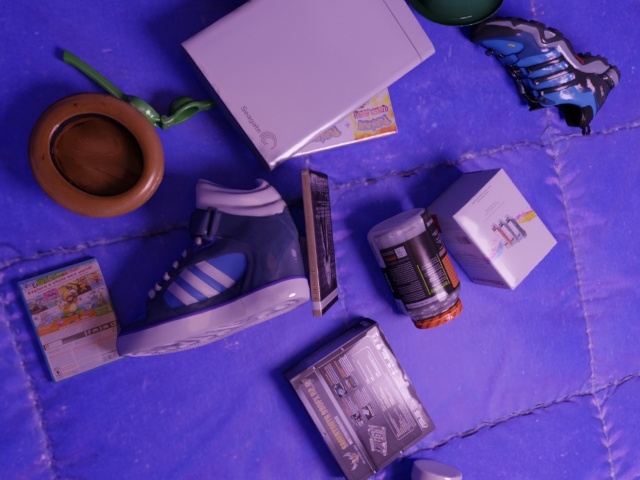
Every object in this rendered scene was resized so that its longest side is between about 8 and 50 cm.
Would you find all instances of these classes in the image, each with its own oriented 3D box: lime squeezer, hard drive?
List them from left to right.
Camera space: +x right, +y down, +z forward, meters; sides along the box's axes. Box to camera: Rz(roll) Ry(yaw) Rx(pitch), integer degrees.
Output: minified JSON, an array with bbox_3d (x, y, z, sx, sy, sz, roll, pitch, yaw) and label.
[{"bbox_3d":[-0.244,-0.225,0.948,0.310,0.059,0.110,3,60,-15],"label":"lime squeezer"},{"bbox_3d":[-0.012,-0.305,0.962,0.353,0.047,0.233,-38,98,-13],"label":"hard drive"}]

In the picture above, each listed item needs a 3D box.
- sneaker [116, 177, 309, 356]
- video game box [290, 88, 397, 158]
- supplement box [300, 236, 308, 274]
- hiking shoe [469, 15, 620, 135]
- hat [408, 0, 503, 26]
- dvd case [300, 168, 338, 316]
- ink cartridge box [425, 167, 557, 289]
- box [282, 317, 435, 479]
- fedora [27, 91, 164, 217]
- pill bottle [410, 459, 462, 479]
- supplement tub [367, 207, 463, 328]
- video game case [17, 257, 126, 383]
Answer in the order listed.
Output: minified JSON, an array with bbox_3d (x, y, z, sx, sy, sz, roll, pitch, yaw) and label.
[{"bbox_3d":[-0.186,0.030,0.931,0.322,0.130,0.236,-21,74,10],"label":"sneaker"},{"bbox_3d":[0.014,-0.250,1.018,0.205,0.048,0.187,-16,97,-15],"label":"video game box"},{"bbox_3d":[-0.066,0.019,1.005,0.098,0.036,0.062,11,88,-15],"label":"supplement box"},{"bbox_3d":[0.403,-0.309,1.100,0.304,0.113,0.132,21,97,-9],"label":"hiking shoe"},{"bbox_3d":[0.227,-0.477,0.981,0.208,0.183,0.173,-16,73,-5],"label":"hat"},{"bbox_3d":[0.000,0.000,0.965,0.018,0.164,0.221,-5,93,11],"label":"dvd case"},{"bbox_3d":[0.298,-0.019,1.065,0.127,0.128,0.176,-43,103,-12],"label":"ink cartridge box"},{"bbox_3d":[0.070,0.281,1.042,0.183,0.056,0.231,-32,100,-13],"label":"box"},{"bbox_3d":[-0.332,-0.124,0.901,0.194,0.079,0.194,0,88,-11],"label":"fedora"},{"bbox_3d":[0.188,0.504,1.051,0.117,0.117,0.208,12,88,-16],"label":"pill bottle"},{"bbox_3d":[0.168,0.049,1.034,0.117,0.117,0.190,-27,98,-14],"label":"supplement tub"},{"bbox_3d":[-0.380,0.123,0.926,0.119,0.015,0.166,-19,97,-15],"label":"video game case"}]
